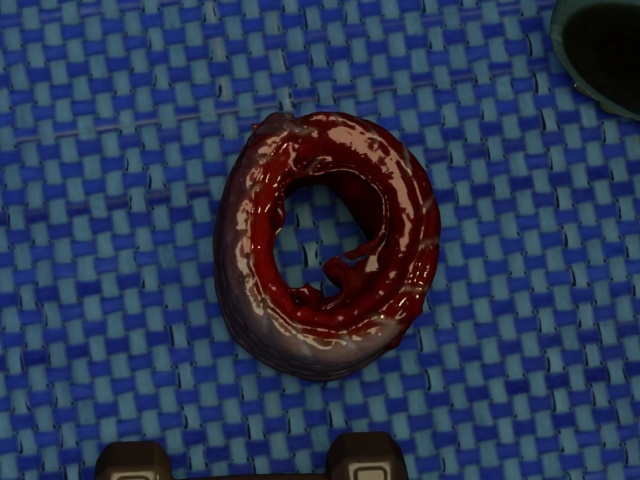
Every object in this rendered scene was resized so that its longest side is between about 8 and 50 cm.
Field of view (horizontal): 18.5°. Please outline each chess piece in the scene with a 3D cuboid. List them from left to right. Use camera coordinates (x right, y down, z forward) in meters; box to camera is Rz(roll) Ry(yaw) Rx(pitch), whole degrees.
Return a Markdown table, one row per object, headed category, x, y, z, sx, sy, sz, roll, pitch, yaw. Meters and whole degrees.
| category | x | y | z | sx | sy | sz | roll | pitch | yaw |
| --- | --- | --- | --- | --- | --- | --- | --- | --- | --- |
| chess piece | 0.307 | -0.245 | 1.523 | 0.175 | 0.176 | 0.298 | 29 | 66 | 2 |

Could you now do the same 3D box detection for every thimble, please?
| category | x | y | z | sx | sy | sz | roll | pitch | yaw |
| --- | --- | --- | --- | --- | --- | --- | --- | --- | --- |
| thimble | 0.004 | 0.006 | 1.456 | 0.163 | 0.125 | 0.190 | 0 | 79 | -6 |

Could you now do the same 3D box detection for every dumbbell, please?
| category | x | y | z | sx | sy | sz | roll | pitch | yaw |
| --- | --- | --- | --- | --- | --- | --- | --- | --- | --- |
| dumbbell | -0.050 | 0.188 | 1.439 | 0.230 | 0.082 | 0.092 | -1 | 80 | -4 |
